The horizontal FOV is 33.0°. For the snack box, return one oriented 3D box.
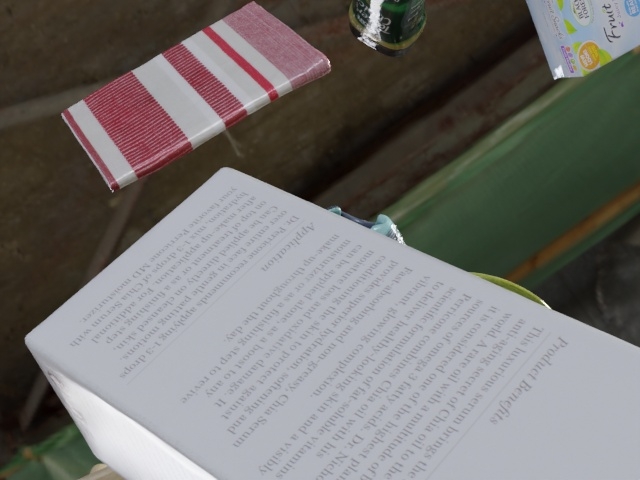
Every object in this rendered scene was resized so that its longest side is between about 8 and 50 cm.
[{"bbox_3d":[0.383,-0.339,1.465,0.207,0.070,0.174,-30,-74,-20],"label":"snack box"}]

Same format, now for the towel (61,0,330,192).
[{"bbox_3d":[-0.174,-0.199,1.467,0.329,0.237,0.037,-32,-50,-10],"label":"towel"}]

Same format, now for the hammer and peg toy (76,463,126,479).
[{"bbox_3d":[-0.180,0.420,1.708,0.361,0.127,0.266,-24,-66,9],"label":"hammer and peg toy"}]

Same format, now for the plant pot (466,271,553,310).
[{"bbox_3d":[0.198,0.287,1.568,0.366,0.353,0.366,4,-65,9],"label":"plant pot"}]

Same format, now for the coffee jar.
[{"bbox_3d":[0.085,-0.297,1.289,0.079,0.096,0.184,-54,-11,-17],"label":"coffee jar"}]

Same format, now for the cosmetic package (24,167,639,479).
[{"bbox_3d":[0.029,0.134,0.768,0.230,0.453,0.161,-43,-42,-26],"label":"cosmetic package"}]

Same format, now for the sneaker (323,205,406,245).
[{"bbox_3d":[0.000,0.000,1.618,0.283,0.110,0.122,0,-50,25],"label":"sneaker"}]
